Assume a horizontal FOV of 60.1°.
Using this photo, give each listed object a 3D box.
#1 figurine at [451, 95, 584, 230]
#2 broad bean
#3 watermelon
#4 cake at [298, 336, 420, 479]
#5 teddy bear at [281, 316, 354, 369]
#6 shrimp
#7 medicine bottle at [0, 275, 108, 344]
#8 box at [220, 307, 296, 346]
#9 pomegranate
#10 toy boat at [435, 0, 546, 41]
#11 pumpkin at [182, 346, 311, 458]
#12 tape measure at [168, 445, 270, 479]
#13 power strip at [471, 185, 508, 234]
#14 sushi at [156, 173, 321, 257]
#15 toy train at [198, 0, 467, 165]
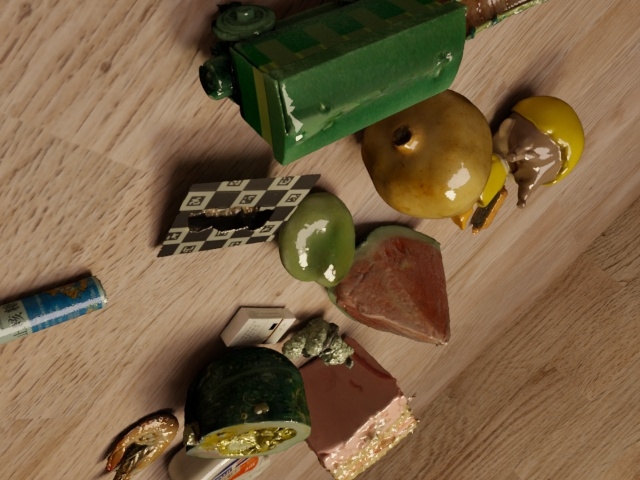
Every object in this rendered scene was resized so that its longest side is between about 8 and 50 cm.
[{"bbox_3d":[0.426,-0.175,1.249,0.343,0.187,0.215,-36,138,2],"label":"figurine"},{"bbox_3d":[0.000,0.000,1.034,0.169,0.100,0.228,-59,152,0],"label":"broad bean"},{"bbox_3d":[0.178,0.080,1.225,0.283,0.292,0.251,34,72,-59],"label":"watermelon"},{"bbox_3d":[0.070,0.480,1.561,0.314,0.293,0.307,-40,145,-12],"label":"cake"},{"bbox_3d":[0.004,0.248,1.363,0.133,0.111,0.213,-10,156,34],"label":"teddy bear"},{"bbox_3d":[-0.407,0.467,1.207,0.236,0.053,0.133,-47,152,1],"label":"shrimp"},{"bbox_3d":[-0.391,0.101,0.750,0.191,0.051,0.051,-22,145,-33],"label":"medicine bottle"},{"bbox_3d":[-0.131,0.183,1.177,0.154,0.040,0.084,11,120,-54],"label":"box"},{"bbox_3d":[0.181,-0.148,0.948,0.233,0.233,0.233,-30,148,-21],"label":"pomegranate"},{"bbox_3d":[0.277,-0.379,0.878,0.292,0.099,0.109,-27,147,-12],"label":"toy boat"},{"bbox_3d":[-0.165,0.337,1.181,0.263,0.197,0.293,8,143,-31],"label":"pumpkin"},{"bbox_3d":[-0.266,0.584,1.458,0.258,0.130,0.265,-28,142,-29],"label":"tape measure"},{"bbox_3d":[0.456,-0.082,1.520,0.028,0.049,0.178,-15,141,-31],"label":"power strip"},{"bbox_3d":[-0.134,-0.057,0.848,0.215,0.051,0.192,-9,153,-38],"label":"sushi"},{"bbox_3d":[0.014,-0.221,0.663,0.300,0.202,0.120,-29,143,-22],"label":"toy train"}]
